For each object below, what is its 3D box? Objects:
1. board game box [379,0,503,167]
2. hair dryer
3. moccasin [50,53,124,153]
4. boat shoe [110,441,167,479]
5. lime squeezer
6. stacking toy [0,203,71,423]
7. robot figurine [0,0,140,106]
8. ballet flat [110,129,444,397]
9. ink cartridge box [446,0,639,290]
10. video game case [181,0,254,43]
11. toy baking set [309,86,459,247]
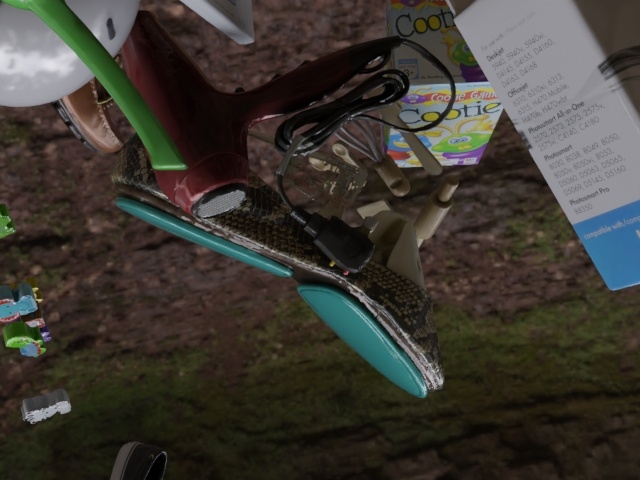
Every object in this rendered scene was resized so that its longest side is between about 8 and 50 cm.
[{"bbox_3d":[0.155,-0.209,1.071,0.144,0.142,0.275,-3,165,1],"label":"board game box"},{"bbox_3d":[-0.050,-0.110,0.706,0.293,0.224,0.080,26,156,1],"label":"hair dryer"},{"bbox_3d":[-0.367,-0.292,1.222,0.147,0.380,0.139,-28,-138,-15],"label":"moccasin"},{"bbox_3d":[-0.267,0.405,1.170,0.076,0.228,0.080,-2,149,21],"label":"boat shoe"},{"bbox_3d":[-0.135,-0.193,0.441,0.110,0.310,0.059,-2,178,15],"label":"lime squeezer"},{"bbox_3d":[-0.326,0.082,0.875,0.052,0.167,0.221,-16,152,-17],"label":"stacking toy"},{"bbox_3d":[-0.258,-0.227,0.582,0.173,0.278,0.209,-42,-165,13],"label":"robot figurine"},{"bbox_3d":[0.000,0.000,0.930,0.182,0.483,0.164,-60,-156,-12],"label":"ballet flat"},{"bbox_3d":[0.134,-0.083,0.362,0.104,0.180,0.060,-31,-179,-31],"label":"ink cartridge box"},{"bbox_3d":[-0.086,-0.244,0.644,0.019,0.143,0.157,-4,179,12],"label":"video game case"},{"bbox_3d":[0.079,-0.082,1.040,0.030,0.196,0.256,-57,179,-31],"label":"toy baking set"}]
